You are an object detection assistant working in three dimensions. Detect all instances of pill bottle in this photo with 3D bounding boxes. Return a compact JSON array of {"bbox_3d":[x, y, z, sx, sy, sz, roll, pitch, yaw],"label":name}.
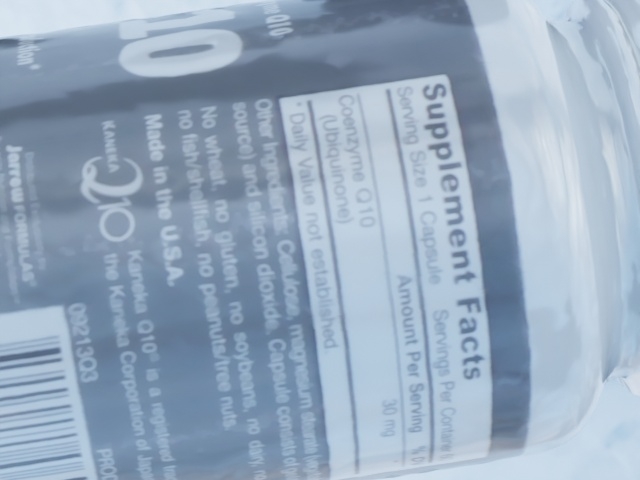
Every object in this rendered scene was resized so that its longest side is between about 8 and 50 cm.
[{"bbox_3d":[0.000,0.000,0.756,0.361,0.204,0.204,-8,136,-4],"label":"pill bottle"}]
